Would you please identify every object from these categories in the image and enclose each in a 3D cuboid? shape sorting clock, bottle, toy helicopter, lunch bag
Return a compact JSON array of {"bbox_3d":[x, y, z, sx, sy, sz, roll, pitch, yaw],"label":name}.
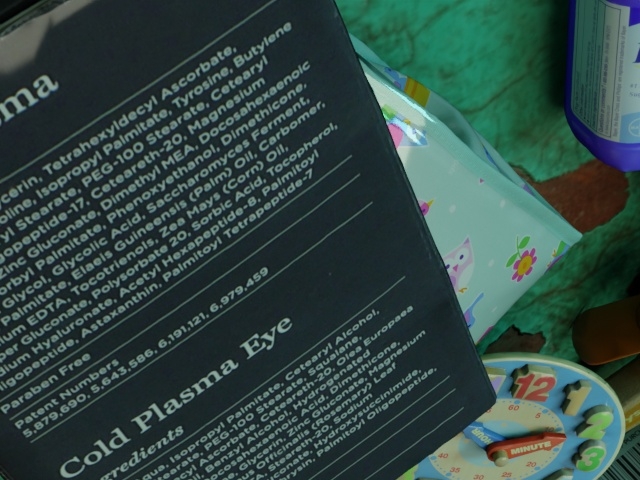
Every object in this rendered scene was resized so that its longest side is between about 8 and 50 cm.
[{"bbox_3d":[0.140,0.161,1.268,0.206,0.040,0.206,-3,130,-4],"label":"shape sorting clock"},{"bbox_3d":[0.220,-0.176,1.028,0.118,0.092,0.283,-23,138,-17],"label":"bottle"},{"bbox_3d":[0.282,0.111,1.332,0.355,0.140,0.235,-35,150,12],"label":"toy helicopter"},{"bbox_3d":[0.000,0.000,0.958,0.223,0.160,0.262,-49,147,9],"label":"lunch bag"}]

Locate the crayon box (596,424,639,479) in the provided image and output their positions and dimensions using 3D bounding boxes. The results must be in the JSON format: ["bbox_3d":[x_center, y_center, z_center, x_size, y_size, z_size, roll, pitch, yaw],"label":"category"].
[{"bbox_3d":[0.248,0.365,1.558,0.363,0.106,0.313,-36,143,-7],"label":"crayon box"}]

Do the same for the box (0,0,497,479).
[{"bbox_3d":[-0.121,-0.071,0.635,0.179,0.343,0.312,-35,142,-6],"label":"box"}]
